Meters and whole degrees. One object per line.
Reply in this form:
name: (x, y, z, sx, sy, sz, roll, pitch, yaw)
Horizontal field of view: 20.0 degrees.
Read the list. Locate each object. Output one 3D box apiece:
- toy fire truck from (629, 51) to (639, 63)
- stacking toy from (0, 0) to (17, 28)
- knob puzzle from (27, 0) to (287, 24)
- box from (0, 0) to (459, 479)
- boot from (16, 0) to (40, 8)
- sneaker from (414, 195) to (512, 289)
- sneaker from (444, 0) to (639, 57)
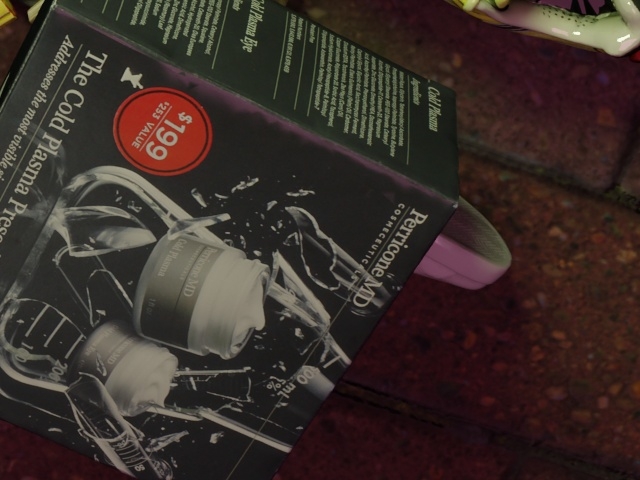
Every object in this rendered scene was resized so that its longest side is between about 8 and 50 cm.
toy fire truck: (0.346, -0.205, 1.459, 0.192, 0.047, 0.135, 2, 92, 11)
stacking toy: (-0.233, -0.283, 1.327, 0.167, 0.052, 0.221, -32, 124, 6)
knob puzzle: (-0.106, -0.196, 1.422, 0.213, 0.030, 0.213, -16, 149, -10)
box: (-0.112, -0.012, 1.356, 0.312, 0.179, 0.343, 25, 120, -13)
boot: (-0.204, -0.293, 1.406, 0.161, 0.083, 0.246, 25, 114, -22)
sneaker: (0.000, 0.000, 1.523, 0.292, 0.108, 0.169, 28, 114, -6)
sneaker: (0.096, -0.251, 1.357, 0.385, 0.147, 0.145, 16, 120, -13)
